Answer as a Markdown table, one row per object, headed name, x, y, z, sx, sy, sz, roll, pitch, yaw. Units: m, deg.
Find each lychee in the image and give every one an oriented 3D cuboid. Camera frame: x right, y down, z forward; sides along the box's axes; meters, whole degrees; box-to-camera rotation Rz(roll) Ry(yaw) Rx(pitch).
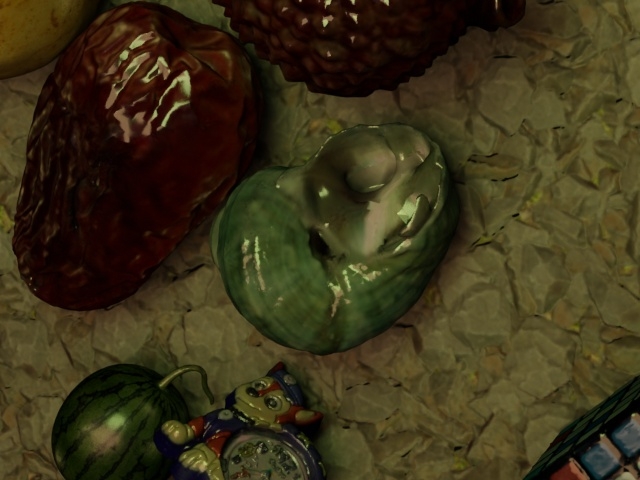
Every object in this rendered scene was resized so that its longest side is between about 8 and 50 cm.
| name | x | y | z | sx | sy | sz | roll | pitch | yaw |
| --- | --- | --- | --- | --- | --- | --- | --- | --- | --- |
| lychee | 0.034 | -0.275 | 1.414 | 0.330 | 0.306 | 0.306 | 33 | 110 | 5 |

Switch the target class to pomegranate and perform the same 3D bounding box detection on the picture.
| name | x | y | z | sx | sy | sz | roll | pitch | yaw |
| --- | --- | --- | --- | --- | --- | --- | --- | --- | --- |
| pomegranate | -0.329 | -0.285 | 1.585 | 0.264 | 0.264 | 0.264 | 4 | 101 | 21 |

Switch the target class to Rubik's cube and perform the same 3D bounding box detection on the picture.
| name | x | y | z | sx | sy | sz | roll | pitch | yaw |
| --- | --- | --- | --- | --- | --- | --- | --- | --- | --- |
| Rubik's cube | 0.313 | 0.225 | 1.456 | 0.184 | 0.187 | 0.182 | -40 | 84 | 25 |

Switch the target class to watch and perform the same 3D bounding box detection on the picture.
| name | x | y | z | sx | sy | sz | roll | pitch | yaw |
| --- | --- | --- | --- | --- | --- | --- | --- | --- | --- |
| watch | -0.089 | 0.265 | 1.641 | 0.171 | 0.196 | 0.200 | 50 | 135 | 17 |

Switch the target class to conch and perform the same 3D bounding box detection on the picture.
| name | x | y | z | sx | sy | sz | roll | pitch | yaw |
| --- | --- | --- | --- | --- | --- | --- | --- | --- | --- |
| conch | 0.000 | 0.000 | 1.553 | 0.277 | 0.195 | 0.220 | -1 | 91 | 40 |

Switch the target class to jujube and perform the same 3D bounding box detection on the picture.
| name | x | y | z | sx | sy | sz | roll | pitch | yaw |
| --- | --- | --- | --- | --- | --- | --- | --- | --- | --- |
| jujube | -0.191 | -0.075 | 1.609 | 0.216 | 0.216 | 0.342 | 42 | 120 | 10 |

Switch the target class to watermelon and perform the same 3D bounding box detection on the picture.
| name | x | y | z | sx | sy | sz | roll | pitch | yaw |
| --- | --- | --- | --- | --- | --- | --- | --- | --- | --- |
| watermelon | -0.195 | 0.187 | 1.682 | 0.140 | 0.140 | 0.187 | 44 | 105 | 9 |
